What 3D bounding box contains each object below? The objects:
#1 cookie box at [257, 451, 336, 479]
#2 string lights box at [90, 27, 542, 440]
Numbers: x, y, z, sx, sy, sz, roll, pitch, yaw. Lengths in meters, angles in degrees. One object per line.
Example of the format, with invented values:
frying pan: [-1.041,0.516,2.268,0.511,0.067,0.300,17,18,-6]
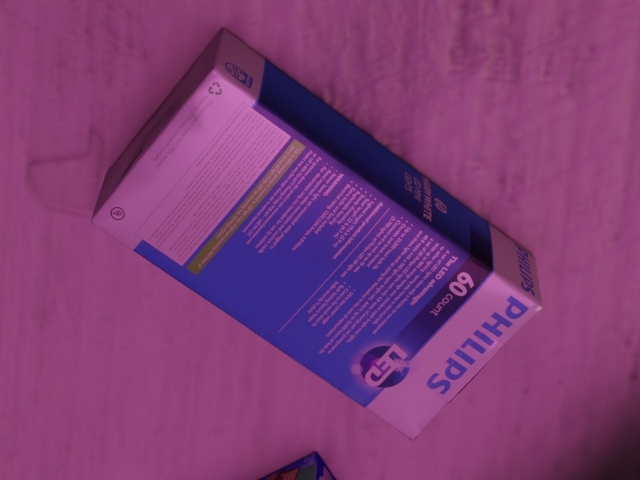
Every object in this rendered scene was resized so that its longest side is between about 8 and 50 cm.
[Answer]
cookie box: [-0.041,0.204,1.221,0.107,0.092,0.040,-28,110,14]
string lights box: [0.000,0.000,1.127,0.260,0.076,0.133,36,112,-15]
